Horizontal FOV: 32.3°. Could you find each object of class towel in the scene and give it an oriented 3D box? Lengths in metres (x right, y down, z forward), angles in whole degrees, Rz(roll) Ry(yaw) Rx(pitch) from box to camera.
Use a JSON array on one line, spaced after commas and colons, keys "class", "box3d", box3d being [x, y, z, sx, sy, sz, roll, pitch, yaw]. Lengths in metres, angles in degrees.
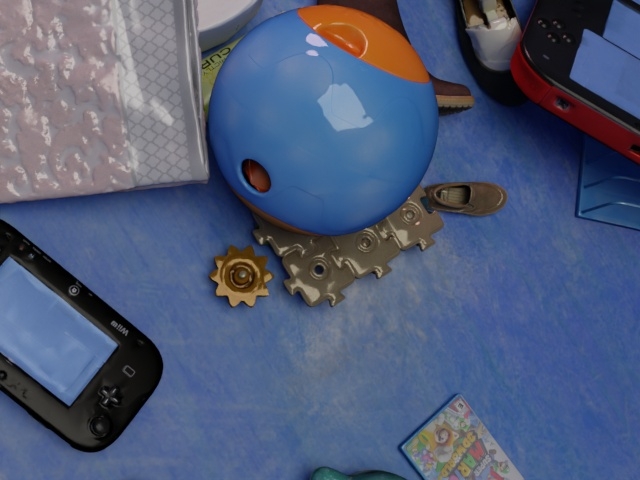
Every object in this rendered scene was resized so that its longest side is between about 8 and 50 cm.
[{"class": "towel", "box3d": [-0.303, -0.216, 1.364, 0.316, 0.053, 0.332, -5, 96, 0]}]

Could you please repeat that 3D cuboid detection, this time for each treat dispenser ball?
[{"class": "treat dispenser ball", "box3d": [0.003, -0.148, 1.385, 0.288, 0.288, 0.288, 3, 81, -18]}]

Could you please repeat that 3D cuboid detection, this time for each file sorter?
[{"class": "file sorter", "box3d": [0.466, -0.114, 1.659, 0.118, 0.104, 0.170, 11, 79, -16]}]

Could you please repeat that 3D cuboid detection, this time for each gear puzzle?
[{"class": "gear puzzle", "box3d": [0.000, 0.000, 1.518, 0.339, 0.044, 0.175, -30, 85, -21]}]

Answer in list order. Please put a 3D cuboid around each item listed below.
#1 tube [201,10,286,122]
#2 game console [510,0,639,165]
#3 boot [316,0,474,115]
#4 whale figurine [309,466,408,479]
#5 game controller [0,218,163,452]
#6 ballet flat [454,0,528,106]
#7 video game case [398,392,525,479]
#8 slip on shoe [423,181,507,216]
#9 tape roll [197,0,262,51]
[{"class": "tube", "box3d": [-0.126, -0.225, 1.502, 0.240, 0.070, 0.062, -36, 130, -16]}, {"class": "game console", "box3d": [0.472, -0.237, 1.603, 0.386, 0.060, 0.342, 31, 48, -2]}, {"class": "boot", "box3d": [0.105, -0.286, 1.569, 0.248, 0.090, 0.207, 4, 83, -14]}, {"class": "whale figurine", "box3d": [0.030, 0.398, 1.416, 0.272, 0.141, 0.216, -10, 86, -19]}, {"class": "game controller", "box3d": [-0.350, 0.114, 1.371, 0.319, 0.067, 0.166, 41, 72, -10]}, {"class": "ballet flat", "box3d": [0.241, -0.330, 1.617, 0.095, 0.096, 0.281, -21, 87, 5]}, {"class": "video game case", "box3d": [0.201, 0.316, 1.553, 0.119, 0.015, 0.166, -39, 95, -20]}, {"class": "slip on shoe", "box3d": [0.213, -0.064, 1.599, 0.135, 0.041, 0.052, 4, 81, -18]}, {"class": "tape roll", "box3d": [-0.201, -0.390, 1.461, 0.286, 0.100, 0.286, 2, 80, -12]}]
